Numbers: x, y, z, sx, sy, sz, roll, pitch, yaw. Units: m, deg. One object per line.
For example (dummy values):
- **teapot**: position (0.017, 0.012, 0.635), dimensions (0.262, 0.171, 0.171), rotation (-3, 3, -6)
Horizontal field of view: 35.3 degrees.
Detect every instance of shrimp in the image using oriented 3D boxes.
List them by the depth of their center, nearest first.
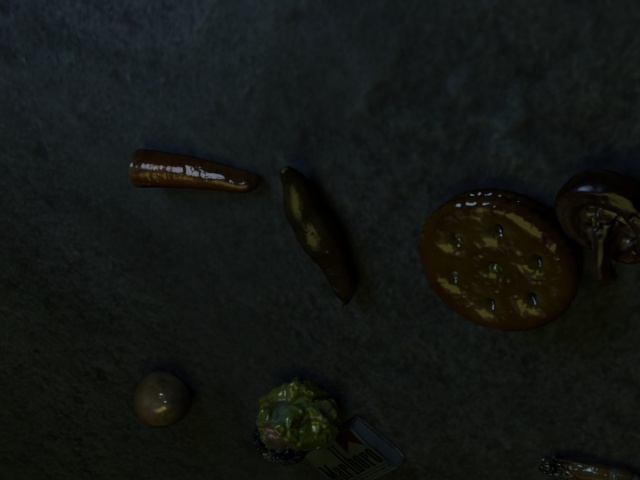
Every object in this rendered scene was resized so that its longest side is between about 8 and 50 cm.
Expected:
- **shrimp**: position (0.424, 0.369, 1.545), dimensions (0.180, 0.041, 0.099), rotation (13, 149, 22)

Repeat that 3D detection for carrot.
- **carrot**: position (-0.184, -0.097, 1.496), dimensions (0.210, 0.061, 0.061), rotation (8, 132, 21)

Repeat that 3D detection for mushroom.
- **mushroom**: position (0.346, -0.016, 1.195), dimensions (0.135, 0.080, 0.170), rotation (24, 140, 32)

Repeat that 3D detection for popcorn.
- **popcorn**: position (-0.038, 0.305, 1.725), dimensions (0.145, 0.126, 0.125), rotation (-20, 134, 14)

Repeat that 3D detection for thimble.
- **thimble**: position (-0.069, 0.358, 1.837), dimensions (0.104, 0.066, 0.095), rotation (-14, 121, 38)

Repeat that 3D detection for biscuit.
- **biscuit**: position (0.235, 0.025, 1.319), dimensions (0.221, 0.066, 0.220), rotation (16, 132, 19)

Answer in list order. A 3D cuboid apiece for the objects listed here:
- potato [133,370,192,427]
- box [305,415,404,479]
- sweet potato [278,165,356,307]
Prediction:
- **potato**: position (-0.306, 0.305, 1.919), dimensions (0.112, 0.112, 0.147), rotation (38, 146, -3)
- **box**: position (0.056, 0.387, 1.802), dimensions (0.115, 0.036, 0.177), rotation (41, 139, -6)
- **sweet potato**: position (0.000, 0.000, 1.455), dimensions (0.067, 0.067, 0.273), rotation (0, 130, 34)
